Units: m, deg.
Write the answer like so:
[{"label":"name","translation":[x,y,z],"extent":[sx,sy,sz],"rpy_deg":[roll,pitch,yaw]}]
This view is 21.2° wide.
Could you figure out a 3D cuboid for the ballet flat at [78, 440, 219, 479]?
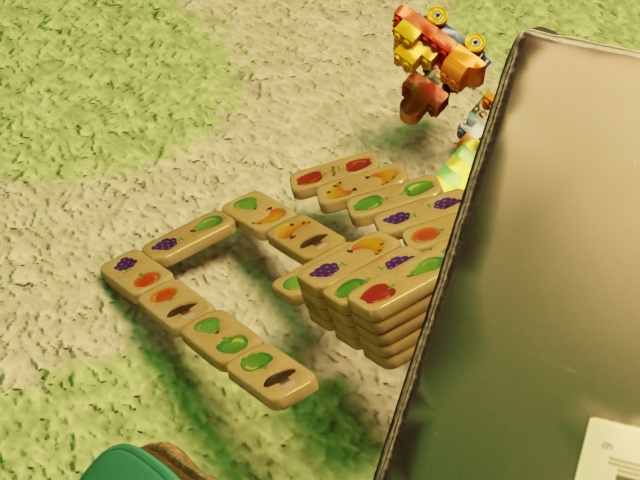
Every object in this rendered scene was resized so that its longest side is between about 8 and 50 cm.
[{"label":"ballet flat","translation":[-0.025,0.164,0.730],"extent":[0.107,0.106,0.316],"rpy_deg":[-49,21,-3]}]

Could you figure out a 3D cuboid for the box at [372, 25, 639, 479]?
[{"label":"box","translation":[0.101,0.169,0.563],"extent":[0.179,0.312,0.343],"rpy_deg":[14,60,10]}]

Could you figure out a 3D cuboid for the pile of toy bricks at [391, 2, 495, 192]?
[{"label":"pile of toy bricks","translation":[0.111,-0.050,1.118],"extent":[0.212,0.118,0.105],"rpy_deg":[38,75,14]}]

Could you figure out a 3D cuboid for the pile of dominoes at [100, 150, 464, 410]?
[{"label":"pile of dominoes","translation":[0.000,0.000,0.982],"extent":[0.196,0.040,0.251],"rpy_deg":[-28,29,-20]}]
